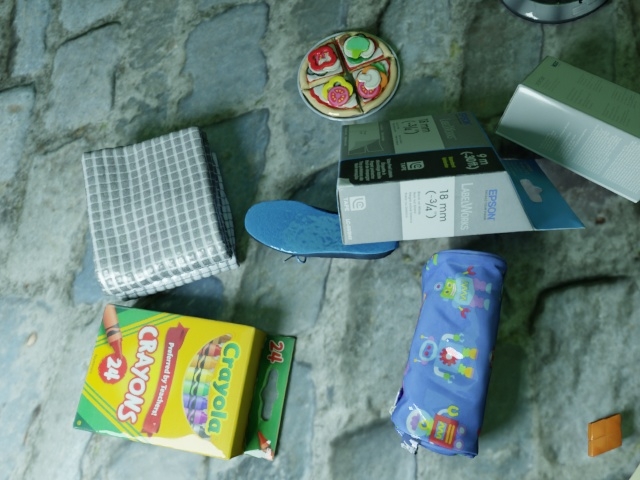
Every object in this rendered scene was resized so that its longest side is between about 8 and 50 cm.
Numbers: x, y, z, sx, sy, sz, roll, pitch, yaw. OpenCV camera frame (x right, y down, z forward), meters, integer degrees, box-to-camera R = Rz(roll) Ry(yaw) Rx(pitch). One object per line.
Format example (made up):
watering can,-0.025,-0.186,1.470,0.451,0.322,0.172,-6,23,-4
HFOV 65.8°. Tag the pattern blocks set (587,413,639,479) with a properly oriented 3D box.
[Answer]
pattern blocks set,0.507,0.345,0.681,0.325,0.026,0.285,-42,72,-6

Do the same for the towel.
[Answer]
towel,-0.288,-0.058,0.881,0.234,0.121,0.284,-18,71,2

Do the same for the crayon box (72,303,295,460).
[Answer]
crayon box,-0.216,0.226,0.803,0.318,0.081,0.203,6,74,10

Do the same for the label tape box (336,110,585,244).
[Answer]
label tape box,0.197,-0.108,0.762,0.333,0.106,0.241,-5,33,7

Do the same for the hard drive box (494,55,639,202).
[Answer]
hard drive box,0.423,-0.186,0.781,0.232,0.089,0.181,33,46,17

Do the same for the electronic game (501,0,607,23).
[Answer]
electronic game,0.451,-0.518,0.943,0.229,0.048,0.230,-4,77,15

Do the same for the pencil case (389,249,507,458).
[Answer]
pencil case,0.191,0.161,0.740,0.133,0.119,0.307,10,75,20

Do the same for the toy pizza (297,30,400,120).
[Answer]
toy pizza,0.052,-0.325,0.955,0.201,0.032,0.202,-3,73,8

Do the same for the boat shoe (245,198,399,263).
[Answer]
boat shoe,0.000,0.000,0.837,0.258,0.089,0.109,14,77,9
